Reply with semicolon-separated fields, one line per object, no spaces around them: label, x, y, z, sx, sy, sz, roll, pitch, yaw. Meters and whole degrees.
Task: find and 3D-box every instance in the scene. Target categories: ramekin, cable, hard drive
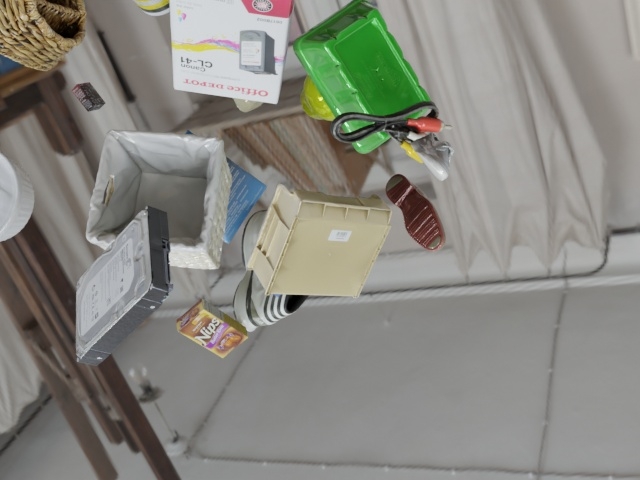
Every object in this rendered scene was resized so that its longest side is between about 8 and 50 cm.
ramekin;-0.889;-0.114;2.005;0.273;0.272;0.127;-17;174;9
cable;0.168;-0.253;1.685;0.287;0.139;0.072;6;-151;-32
hard drive;-0.461;0.107;1.747;0.339;0.064;0.236;-39;-134;32

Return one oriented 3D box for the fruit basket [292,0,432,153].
fruit basket;0.093;-0.433;2.057;0.283;0.392;0.392;-35;-154;-5

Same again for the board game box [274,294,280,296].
board game box;-0.055;0.022;2.045;0.165;0.042;0.243;-49;-169;43

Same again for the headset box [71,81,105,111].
headset box;-0.651;-0.405;2.116;0.032;0.083;0.062;-37;-175;21

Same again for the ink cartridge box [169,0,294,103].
ink cartridge box;-0.167;-0.420;1.444;0.226;0.306;0.131;8;-124;-4

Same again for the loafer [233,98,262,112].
loafer;-0.226;-0.447;1.991;0.102;0.268;0.092;1;145;-41

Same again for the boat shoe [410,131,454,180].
boat shoe;0.229;-0.171;1.487;0.063;0.066;0.184;-37;-165;9

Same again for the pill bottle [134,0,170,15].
pill bottle;-0.366;-0.558;1.518;0.119;0.208;0.119;-6;-109;17

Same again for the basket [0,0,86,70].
basket;-0.586;-0.502;1.579;0.223;0.213;0.299;-42;-176;8

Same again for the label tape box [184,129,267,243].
label tape box;-0.386;-0.181;2.542;0.240;0.334;0.106;-56;-157;-5

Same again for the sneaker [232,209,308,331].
sneaker;-0.113;0.070;2.390;0.258;0.169;0.447;-16;-132;25

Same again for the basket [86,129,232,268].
basket;-0.432;-0.103;2.098;0.332;0.266;0.328;5;-107;2

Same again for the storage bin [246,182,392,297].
storage bin;0.000;0.000;1.781;0.262;0.260;0.123;5;-148;-30

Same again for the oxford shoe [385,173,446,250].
oxford shoe;0.346;-0.089;2.536;0.123;0.130;0.348;-45;-134;23

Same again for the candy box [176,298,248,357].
candy box;-0.315;0.258;2.204;0.109;0.187;0.053;-40;-144;15
